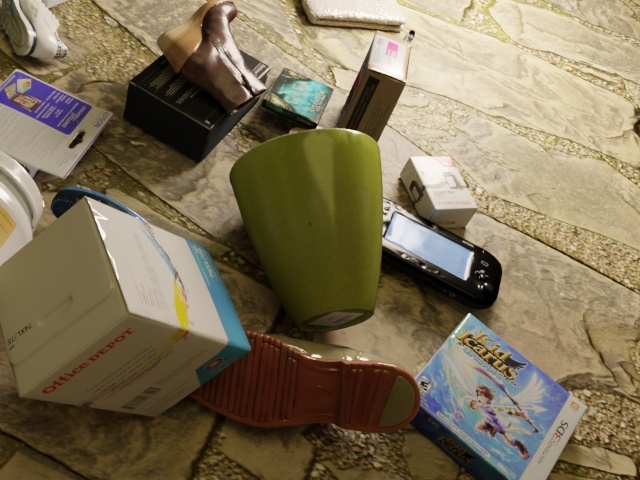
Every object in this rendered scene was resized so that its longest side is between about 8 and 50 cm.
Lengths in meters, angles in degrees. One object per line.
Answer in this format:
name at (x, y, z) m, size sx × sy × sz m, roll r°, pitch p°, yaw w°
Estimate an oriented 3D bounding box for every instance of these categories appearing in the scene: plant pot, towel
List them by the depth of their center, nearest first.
plant pot at (0.000, 0.000, 1.421) m, size 0.275 × 0.275 × 0.293 m, roll -2°, pitch 68°, yaw -25°
towel at (0.075, -0.616, 2.097) m, size 0.282 × 0.049 × 0.187 m, roll -3°, pitch 53°, yaw -26°

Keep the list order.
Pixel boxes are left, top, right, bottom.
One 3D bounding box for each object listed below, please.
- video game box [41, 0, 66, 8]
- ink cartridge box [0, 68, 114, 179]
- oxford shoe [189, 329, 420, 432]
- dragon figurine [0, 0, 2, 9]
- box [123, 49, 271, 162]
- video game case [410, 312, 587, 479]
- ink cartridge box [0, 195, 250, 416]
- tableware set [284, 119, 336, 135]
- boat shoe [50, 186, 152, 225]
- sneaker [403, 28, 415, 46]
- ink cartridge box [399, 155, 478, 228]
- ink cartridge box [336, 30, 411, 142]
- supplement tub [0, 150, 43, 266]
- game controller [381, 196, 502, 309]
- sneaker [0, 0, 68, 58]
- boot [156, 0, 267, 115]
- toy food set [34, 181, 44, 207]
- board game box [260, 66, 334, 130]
video game box at (-0.589, -0.604, 1.798) m, size 0.187 × 0.048 × 0.205 m, roll 40°, pitch 47°, yaw 10°
ink cartridge box at (-0.515, -0.203, 1.490) m, size 0.208 × 0.045 × 0.206 m, roll 24°, pitch 46°, yaw -2°
oxford shoe at (-0.045, 0.220, 1.306) m, size 0.397 × 0.140 × 0.146 m, roll 13°, pitch 3°, yaw 0°
dragon figurine at (-0.674, -0.523, 1.590) m, size 0.085 × 0.289 × 0.144 m, roll 11°, pitch 71°, yaw -67°
box at (-0.245, -0.301, 1.653) m, size 0.184 × 0.103 × 0.261 m, roll 29°, pitch 46°, yaw 5°
video game case at (0.298, 0.288, 1.419) m, size 0.269 × 0.061 × 0.244 m, roll 39°, pitch 46°, yaw 11°
ink cartridge box at (-0.276, 0.104, 1.146) m, size 0.270 × 0.198 × 0.197 m, roll 30°, pitch 28°, yaw -57°
tableware set at (0.020, -0.189, 1.716) m, size 0.194 × 0.039 × 0.128 m, roll 11°, pitch 38°, yaw -20°
boat shoe at (-0.337, -0.001, 1.358) m, size 0.258 × 0.109 × 0.089 m, roll 26°, pitch 50°, yaw 2°
sneaker at (0.222, -0.505, 2.074) m, size 0.032 × 0.037 × 0.083 m, roll 22°, pitch 48°, yaw -8°
ink cartridge box at (0.249, -0.103, 1.726) m, size 0.109 × 0.063 × 0.150 m, roll -3°, pitch 53°, yaw -26°
ink cartridge box at (0.110, -0.308, 1.721) m, size 0.088 × 0.193 × 0.234 m, roll 22°, pitch 33°, yaw -4°
supplement tub at (-0.554, 0.024, 1.156) m, size 0.228 × 0.228 × 0.316 m, roll 23°, pitch 46°, yaw -4°
game controller at (0.207, 0.018, 1.604) m, size 0.319 × 0.067 × 0.166 m, roll 28°, pitch 46°, yaw 0°
sneaker at (-0.587, -0.453, 1.658) m, size 0.095 × 0.090 × 0.235 m, roll -1°, pitch 54°, yaw -41°
boot at (-0.187, -0.365, 1.629) m, size 0.207 × 0.090 × 0.248 m, roll 42°, pitch 45°, yaw -2°
toy food set at (-0.534, -0.074, 1.383) m, size 0.122 × 0.019 × 0.078 m, roll 0°, pitch 59°, yaw -33°
board game box at (-0.047, -0.308, 1.771) m, size 0.126 × 0.026 × 0.186 m, roll 24°, pitch 34°, yaw -3°
